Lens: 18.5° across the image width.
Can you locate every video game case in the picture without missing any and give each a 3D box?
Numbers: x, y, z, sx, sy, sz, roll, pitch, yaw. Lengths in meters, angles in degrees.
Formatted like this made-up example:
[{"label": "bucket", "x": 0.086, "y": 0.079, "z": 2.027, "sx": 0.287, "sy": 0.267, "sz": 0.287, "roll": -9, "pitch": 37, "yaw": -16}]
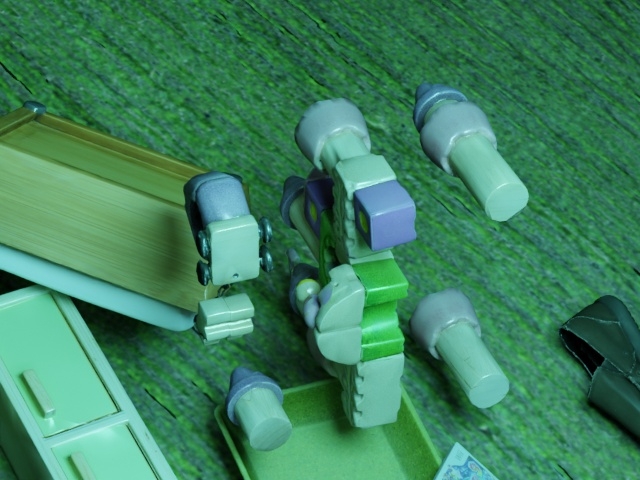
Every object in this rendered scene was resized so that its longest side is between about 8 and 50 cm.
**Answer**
[{"label": "video game case", "x": 0.157, "y": 0.247, "z": 1.809, "sx": 0.122, "sy": 0.011, "sz": 0.087, "roll": 42, "pitch": 29, "yaw": -1}]

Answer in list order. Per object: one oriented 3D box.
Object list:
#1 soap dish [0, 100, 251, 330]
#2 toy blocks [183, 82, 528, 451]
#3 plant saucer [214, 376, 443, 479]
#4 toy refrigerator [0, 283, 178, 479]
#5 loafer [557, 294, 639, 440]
[{"label": "soap dish", "x": -0.212, "y": -0.029, "z": 1.873, "sx": 0.291, "sy": 0.118, "sz": 0.229, "roll": 20, "pitch": 15, "yaw": 5}, {"label": "toy blocks", "x": 0.000, "y": 0.000, "z": 1.809, "sx": 0.309, "sy": 0.288, "sz": 0.260, "roll": -12, "pitch": 39, "yaw": -17}, {"label": "plant saucer", "x": 0.016, "y": 0.219, "z": 1.820, "sx": 0.188, "sy": 0.045, "sz": 0.188, "roll": -12, "pitch": 54, "yaw": -23}, {"label": "toy refrigerator", "x": -0.228, "y": 0.167, "z": 1.773, "sx": 0.102, "sy": 0.094, "sz": 0.269, "roll": -17, "pitch": 56, "yaw": -27}, {"label": "loafer", "x": 0.300, "y": 0.154, "z": 1.935, "sx": 0.078, "sy": 0.080, "sz": 0.220, "roll": -17, "pitch": 50, "yaw": -14}]
